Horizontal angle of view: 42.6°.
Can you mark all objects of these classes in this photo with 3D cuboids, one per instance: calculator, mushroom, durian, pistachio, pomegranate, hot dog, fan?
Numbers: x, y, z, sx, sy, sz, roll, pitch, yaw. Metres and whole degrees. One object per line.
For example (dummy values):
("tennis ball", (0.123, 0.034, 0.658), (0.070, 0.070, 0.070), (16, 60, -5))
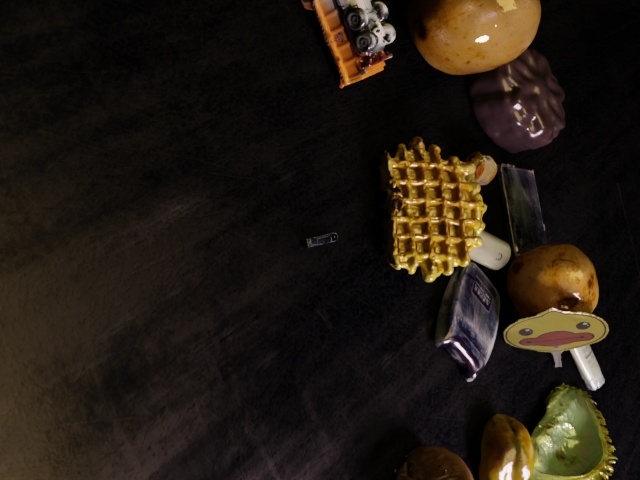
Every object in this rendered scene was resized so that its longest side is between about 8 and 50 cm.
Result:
("calculator", (0.507, -0.059, 2.049), (0.161, 0.021, 0.262), (4, 75, -44))
("mushroom", (0.217, 0.510, 1.492), (0.156, 0.151, 0.286), (31, 57, -32))
("calculator", (0.328, 0.163, 1.794), (0.177, 0.040, 0.268), (47, 44, -25))
("durian", (0.570, 0.485, 1.911), (0.198, 0.163, 0.394), (28, 44, 11))
("pistachio", (0.390, 0.451, 1.714), (0.100, 0.110, 0.189), (66, 32, -55))
("pomegranate", (0.533, 0.107, 1.906), (0.215, 0.215, 0.216), (16, 67, -41))
("hot dog", (0.360, -0.167, 1.906), (0.169, 0.061, 0.078), (5, 106, -64))
("fan", (0.538, 0.227, 1.872), (0.335, 0.229, 0.011), (59, 28, -56))
("pomegranate", (0.334, -0.503, 1.827), (0.307, 0.307, 0.308), (16, 67, -41))

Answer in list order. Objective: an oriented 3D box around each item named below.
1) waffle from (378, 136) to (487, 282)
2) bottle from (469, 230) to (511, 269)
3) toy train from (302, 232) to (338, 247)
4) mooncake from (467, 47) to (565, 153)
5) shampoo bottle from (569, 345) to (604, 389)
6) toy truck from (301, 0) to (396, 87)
("waffle", (0.215, -0.066, 1.688), (0.283, 0.065, 0.309), (45, 62, -1))
("bottle", (0.331, 0.002, 1.814), (0.201, 0.072, 0.072), (23, 62, -35))
("toy train", (0.000, 0.000, 1.531), (0.083, 0.017, 0.017), (-13, 89, -45))
("mooncake", (0.498, -0.363, 2.051), (0.283, 0.141, 0.283), (18, 62, -40))
("shampoo bottle", (0.651, 0.274, 2.066), (0.072, 0.049, 0.213), (-36, 102, -48))
("toy truck", (0.053, -0.458, 1.651), (0.114, 0.135, 0.271), (-34, 106, -47))
